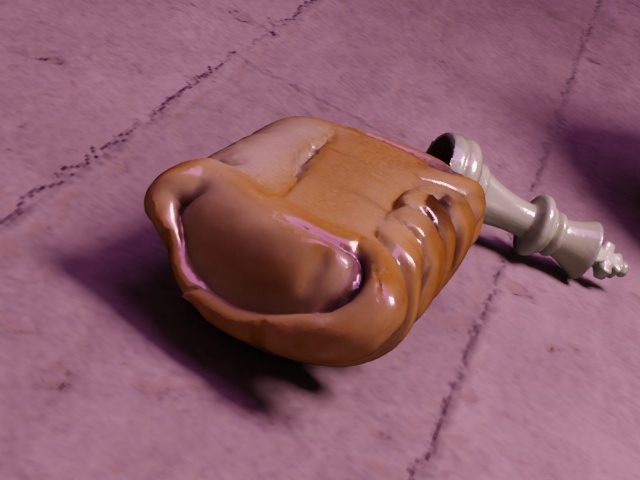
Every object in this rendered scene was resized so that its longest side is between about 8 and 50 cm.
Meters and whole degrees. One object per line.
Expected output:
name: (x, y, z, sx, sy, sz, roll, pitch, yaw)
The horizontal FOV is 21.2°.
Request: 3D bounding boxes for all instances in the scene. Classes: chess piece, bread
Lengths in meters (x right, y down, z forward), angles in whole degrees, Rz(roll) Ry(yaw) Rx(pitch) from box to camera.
chess piece: (0.129, -0.010, 1.057, 0.149, 0.059, 0.059, 26, 20, -16)
bread: (0.000, 0.000, 0.837, 0.134, 0.081, 0.225, 25, 22, 12)
